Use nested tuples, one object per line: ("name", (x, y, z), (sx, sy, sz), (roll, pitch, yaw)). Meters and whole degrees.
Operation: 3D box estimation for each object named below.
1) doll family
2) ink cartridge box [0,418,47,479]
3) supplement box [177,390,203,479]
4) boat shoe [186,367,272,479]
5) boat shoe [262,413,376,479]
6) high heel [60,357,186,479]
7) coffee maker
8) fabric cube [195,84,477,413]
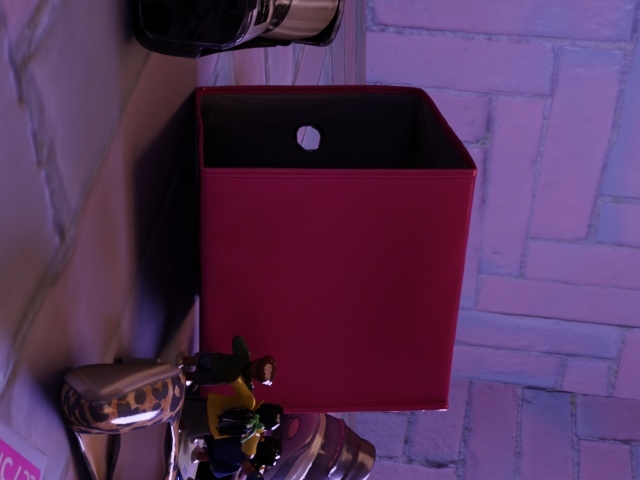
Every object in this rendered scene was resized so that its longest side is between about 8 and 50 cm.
("doll family", (-0.075, 0.186, 1.036), (0.076, 0.111, 0.193), (-58, 144, -62))
("ink cartridge box", (-0.227, 0.236, 0.577), (0.186, 0.065, 0.311), (78, 21, -65))
("supplement box", (-0.152, 0.199, 1.096), (0.083, 0.056, 0.083), (84, 14, -53))
("boat shoe", (-0.120, 0.223, 1.208), (0.102, 0.108, 0.301), (85, 20, -60))
("boat shoe", (-0.045, 0.320, 1.353), (0.355, 0.130, 0.132), (-53, -165, 51))
("high heel", (-0.155, 0.192, 0.909), (0.261, 0.093, 0.186), (112, -22, -86))
("coffee maker", (-0.089, -0.214, 1.000), (0.178, 0.171, 0.120), (-20, 95, -59))
("fabric cube", (0.000, 0.000, 1.154), (0.259, 0.254, 0.258), (-105, -165, -64))
